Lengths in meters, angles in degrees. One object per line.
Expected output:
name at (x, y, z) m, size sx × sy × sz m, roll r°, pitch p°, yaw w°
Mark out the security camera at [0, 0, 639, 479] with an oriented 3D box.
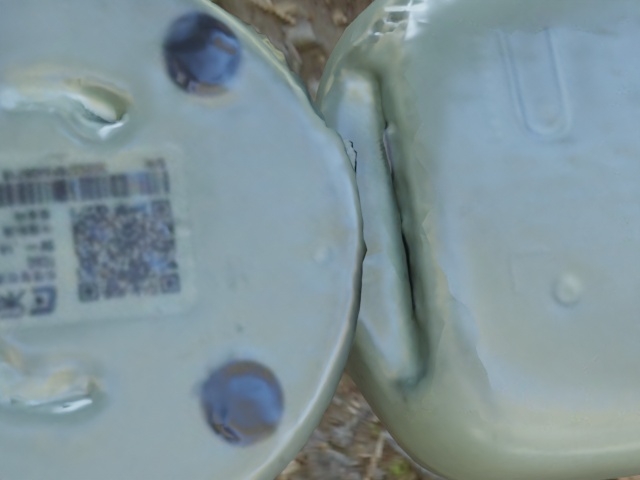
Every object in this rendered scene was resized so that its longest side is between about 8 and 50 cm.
security camera at (0.000, 0.000, 0.391) m, size 0.301 × 0.080 × 0.157 m, roll -5°, pitch 77°, yaw -14°
